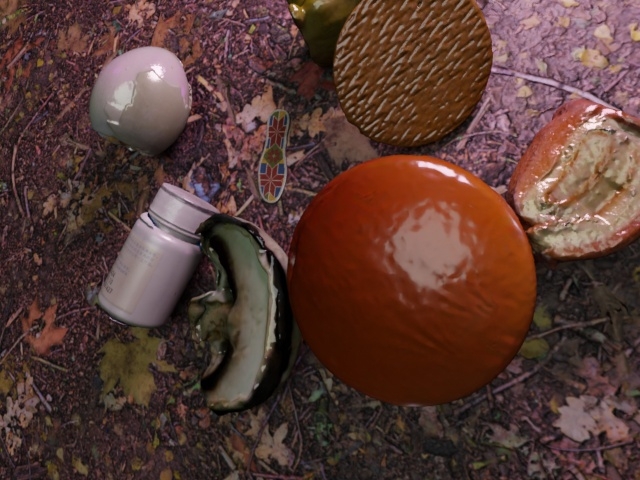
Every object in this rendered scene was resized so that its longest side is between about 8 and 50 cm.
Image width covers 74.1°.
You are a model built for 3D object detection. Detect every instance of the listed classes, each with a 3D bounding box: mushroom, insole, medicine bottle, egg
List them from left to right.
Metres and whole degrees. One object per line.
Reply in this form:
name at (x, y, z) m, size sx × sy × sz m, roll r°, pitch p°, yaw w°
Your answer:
egg at (-0.359, -0.290, 0.865) m, size 0.183 × 0.183 × 0.217 m, roll 21°, pitch 87°, yaw 21°
medicine bottle at (-0.309, 0.029, 0.826) m, size 0.143 × 0.143 × 0.258 m, roll 32°, pitch 95°, yaw 21°
mushroom at (-0.137, 0.128, 0.767) m, size 0.247 × 0.130 × 0.345 m, roll -18°, pitch 75°, yaw 34°
insole at (-0.091, -0.169, 0.845) m, size 0.065 × 0.006 × 0.194 m, roll 5°, pitch 85°, yaw 20°

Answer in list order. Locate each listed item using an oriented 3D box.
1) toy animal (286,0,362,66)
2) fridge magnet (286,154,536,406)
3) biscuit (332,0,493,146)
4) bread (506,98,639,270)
toy animal at (0.094, -0.467, 0.716) m, size 0.363 × 0.180 × 0.181 m, roll -37°, pitch 40°, yaw 17°
fridge magnet at (0.115, 0.059, 0.623) m, size 0.363 × 0.155 × 0.364 m, roll 2°, pitch 95°, yaw 25°
biscuit at (0.147, -0.284, 0.696) m, size 0.261 × 0.037 × 0.262 m, roll 0°, pitch 112°, yaw 0°
bread at (0.369, -0.068, 0.603) m, size 0.190 × 0.123 × 0.244 m, roll 33°, pitch 96°, yaw 19°
